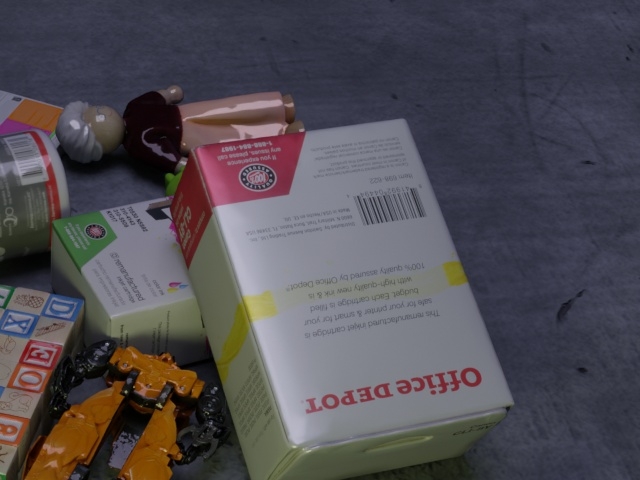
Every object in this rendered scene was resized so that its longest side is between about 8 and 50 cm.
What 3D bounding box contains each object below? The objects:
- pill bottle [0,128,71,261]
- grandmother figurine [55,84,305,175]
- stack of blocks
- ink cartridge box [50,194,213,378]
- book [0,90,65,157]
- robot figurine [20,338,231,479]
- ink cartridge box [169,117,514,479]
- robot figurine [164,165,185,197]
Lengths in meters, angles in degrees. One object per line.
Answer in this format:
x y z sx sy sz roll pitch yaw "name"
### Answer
-0.472 -0.040 2.068 0.283 0.161 0.161 -13 42 -23 "pill bottle"
-0.204 -0.160 2.319 0.342 0.104 0.208 -3 30 -17 "grandmother figurine"
-0.392 0.175 1.865 0.171 0.087 0.297 11 38 5 "stack of blocks"
-0.172 0.045 2.043 0.278 0.117 0.201 -13 42 -25 "ink cartridge box"
-0.422 -0.163 2.339 0.144 0.035 0.096 19 42 15 "book"
-0.224 0.231 1.813 0.211 0.085 0.291 23 40 3 "robot figurine"
0.015 0.074 1.887 0.279 0.160 0.385 -8 64 -23 "ink cartridge box"
-0.164 -0.052 2.209 0.101 0.067 0.115 -27 49 -28 "robot figurine"
